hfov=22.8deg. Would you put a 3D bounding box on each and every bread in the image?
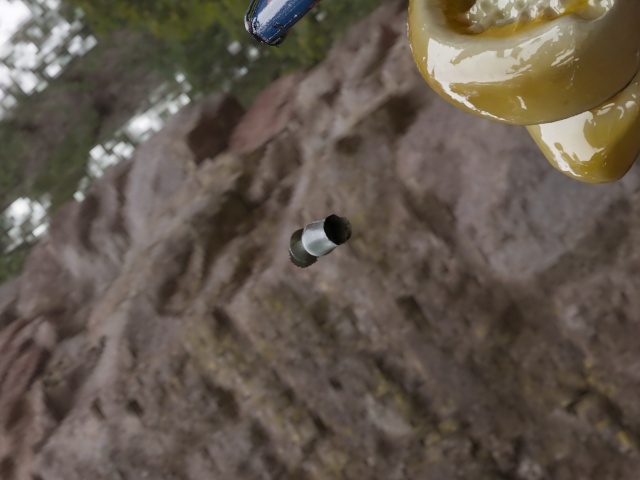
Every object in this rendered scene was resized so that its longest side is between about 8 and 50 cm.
[{"bbox_3d":[0.259,-0.281,1.444,0.245,0.329,0.424,27,-113,-17],"label":"bread"}]

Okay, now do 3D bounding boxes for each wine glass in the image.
[{"bbox_3d":[0.000,0.000,1.551,0.039,0.083,0.042,47,-116,-10],"label":"wine glass"}]

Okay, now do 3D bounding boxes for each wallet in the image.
[{"bbox_3d":[0.003,-0.307,1.724,0.059,0.202,0.141,37,-127,-14],"label":"wallet"}]
